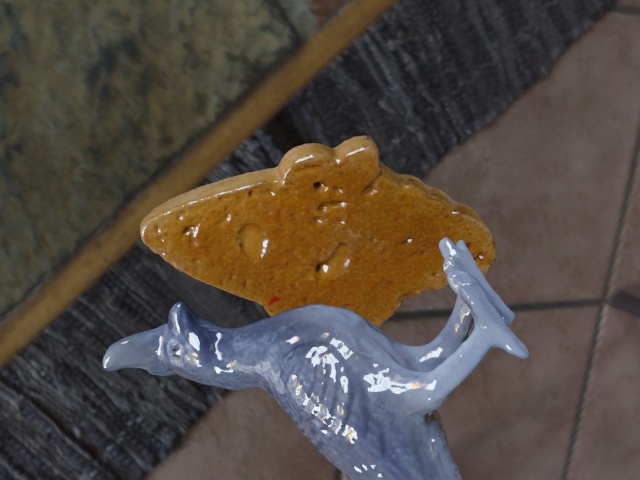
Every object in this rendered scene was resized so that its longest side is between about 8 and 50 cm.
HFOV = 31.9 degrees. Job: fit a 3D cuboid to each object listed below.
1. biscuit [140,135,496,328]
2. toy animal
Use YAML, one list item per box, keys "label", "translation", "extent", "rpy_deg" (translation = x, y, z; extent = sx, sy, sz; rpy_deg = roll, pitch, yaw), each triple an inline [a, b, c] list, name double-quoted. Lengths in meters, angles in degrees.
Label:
- label: "biscuit"
  translation: [0.000, 0.000, 0.879]
  extent: [0.280, 0.043, 0.183]
  rpy_deg: [4, 119, -3]
- label: "toy animal"
  translation: [0.053, 0.102, 0.721]
  extent: [0.206, 0.367, 0.081]
  rpy_deg: [-58, 171, 14]
